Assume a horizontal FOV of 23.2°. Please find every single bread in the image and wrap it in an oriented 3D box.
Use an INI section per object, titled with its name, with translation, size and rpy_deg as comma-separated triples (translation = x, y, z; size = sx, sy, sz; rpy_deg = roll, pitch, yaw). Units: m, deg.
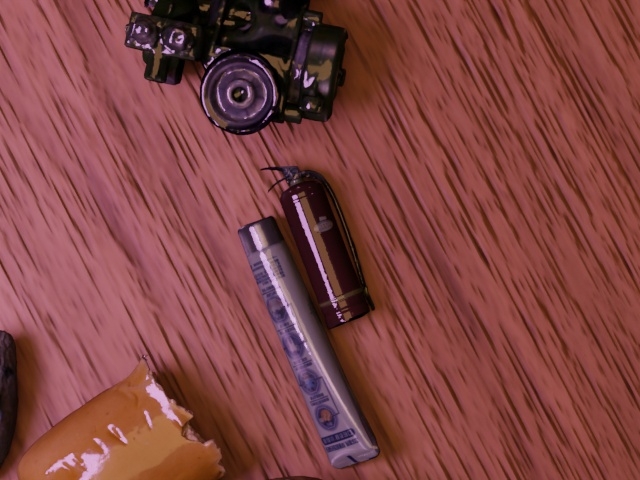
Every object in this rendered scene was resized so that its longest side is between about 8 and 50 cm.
[bread]
translation = -0.179, 0.203, 1.385
size = 0.173, 0.085, 0.134
rpy_deg = -40, 87, -2

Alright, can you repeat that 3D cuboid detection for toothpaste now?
[toothpaste]
translation = -0.013, 0.093, 1.412
size = 0.062, 0.039, 0.239
rpy_deg = -26, 86, 40

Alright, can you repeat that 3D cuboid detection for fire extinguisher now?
[fire extinguisher]
translation = 0.000, 0.000, 1.416
size = 0.064, 0.043, 0.158
rpy_deg = -19, 88, -24

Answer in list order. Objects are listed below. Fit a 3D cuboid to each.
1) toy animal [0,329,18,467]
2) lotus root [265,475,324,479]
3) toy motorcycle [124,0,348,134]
[toy animal]
translation = -0.314, 0.203, 1.389
size = 0.070, 0.079, 0.253
rpy_deg = 7, 86, 22
[lotus root]
translation = -0.084, 0.313, 1.340
size = 0.310, 0.183, 0.183
rpy_deg = -19, 87, 2
[toy motorcycle]
translation = -0.067, -0.231, 1.387
size = 0.205, 0.127, 0.275
rpy_deg = 11, 91, 4
